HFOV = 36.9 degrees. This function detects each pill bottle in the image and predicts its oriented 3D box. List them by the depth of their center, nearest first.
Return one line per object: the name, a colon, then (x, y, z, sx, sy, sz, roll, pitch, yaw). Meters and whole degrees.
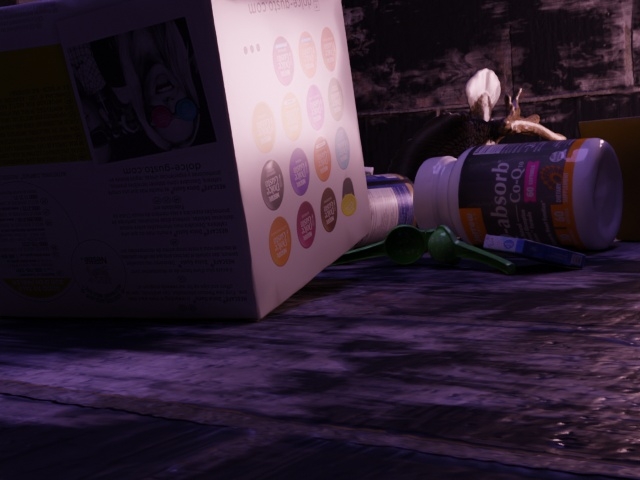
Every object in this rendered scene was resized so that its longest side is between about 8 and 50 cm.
pill bottle: (0.288, -0.064, 1.415, 0.279, 0.162, 0.162, -1, 5, 35)
pill bottle: (0.055, -0.046, 1.587, 0.219, 0.122, 0.123, -7, 6, -39)

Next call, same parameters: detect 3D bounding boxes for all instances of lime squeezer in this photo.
lime squeezer: (0.130, 0.010, 1.267, 0.310, 0.058, 0.110, 1, 6, 35)

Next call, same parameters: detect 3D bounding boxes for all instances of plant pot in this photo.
plant pot: (0.542, -0.096, 1.446, 0.212, 0.187, 0.212, -7, 5, -36)

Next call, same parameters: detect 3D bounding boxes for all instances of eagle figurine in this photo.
eagle figurine: (0.290, -0.164, 1.899, 0.298, 0.226, 0.225, -34, 18, 42)

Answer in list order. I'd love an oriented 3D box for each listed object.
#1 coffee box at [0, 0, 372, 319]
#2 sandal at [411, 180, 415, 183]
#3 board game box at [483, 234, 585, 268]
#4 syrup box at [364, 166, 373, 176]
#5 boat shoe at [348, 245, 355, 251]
coffee box: (-0.168, -0.115, 1.088, 0.338, 0.334, 0.338, -2, 15, 24)
sandal: (0.133, -0.045, 1.794, 0.446, 0.107, 0.167, -15, 2, 19)
board game box: (0.263, 0.013, 1.184, 0.090, 0.020, 0.090, 13, 0, -21)
syrup box: (0.051, -0.090, 1.999, 0.093, 0.096, 0.237, 6, 18, 7)
boat shoe: (-0.045, -0.047, 1.462, 0.285, 0.104, 0.089, 35, 4, 34)
